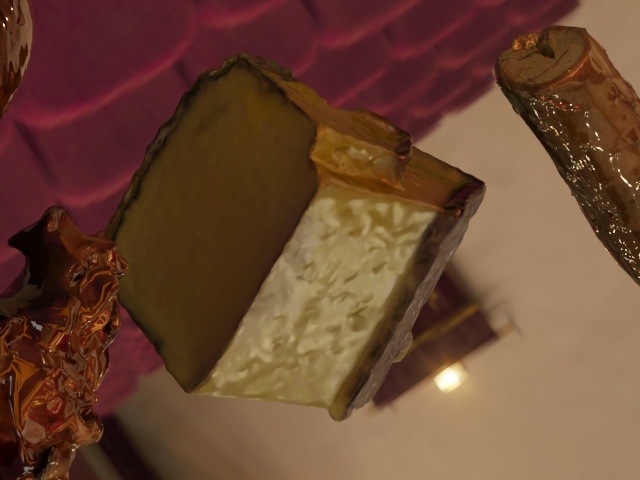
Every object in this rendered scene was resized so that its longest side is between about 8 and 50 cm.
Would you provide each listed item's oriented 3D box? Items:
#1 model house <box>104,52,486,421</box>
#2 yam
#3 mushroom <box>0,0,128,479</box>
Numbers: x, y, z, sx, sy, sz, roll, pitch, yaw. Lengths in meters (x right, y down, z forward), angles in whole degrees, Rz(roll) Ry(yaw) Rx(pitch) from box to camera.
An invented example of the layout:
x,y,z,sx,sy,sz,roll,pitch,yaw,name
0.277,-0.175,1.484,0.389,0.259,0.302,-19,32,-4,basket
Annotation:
x,y,z,sx,sy,sz,roll,pitch,yaw,name
0.000,0.000,1.189,0.211,0.170,0.194,15,110,-40,model house
0.202,-0.012,1.067,0.067,0.317,0.071,-45,-142,-5,yam
-0.280,-0.052,0.879,0.334,0.331,0.356,3,152,15,mushroom
